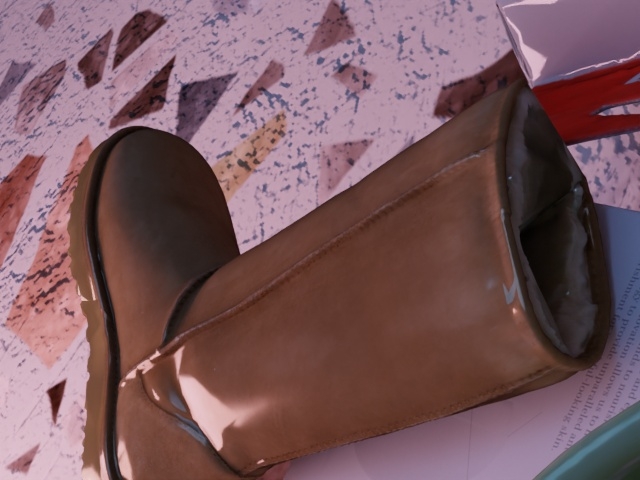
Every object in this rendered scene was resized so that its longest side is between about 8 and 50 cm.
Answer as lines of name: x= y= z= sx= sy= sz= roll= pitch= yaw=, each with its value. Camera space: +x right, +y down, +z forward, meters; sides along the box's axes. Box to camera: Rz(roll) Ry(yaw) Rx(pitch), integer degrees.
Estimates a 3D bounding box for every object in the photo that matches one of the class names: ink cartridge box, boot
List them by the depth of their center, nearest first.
ink cartridge box: x=0.188 y=-0.118 z=0.747 sx=0.239 sy=0.060 sz=0.275 roll=-33 pitch=14 yaw=-40
boot: x=0.000 y=0.000 z=0.758 sx=0.269 sy=0.089 sz=0.236 roll=-31 pitch=55 yaw=38

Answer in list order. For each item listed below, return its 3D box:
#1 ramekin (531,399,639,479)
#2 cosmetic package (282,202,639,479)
ramekin: x=0.176 y=0.187 z=0.470 sx=0.303 sy=0.148 sz=0.303 roll=-5 pitch=74 yaw=18
cosmetic package: x=0.113 y=0.107 z=0.721 sx=0.224 sy=0.138 sz=0.224 roll=16 pitch=79 yaw=58
